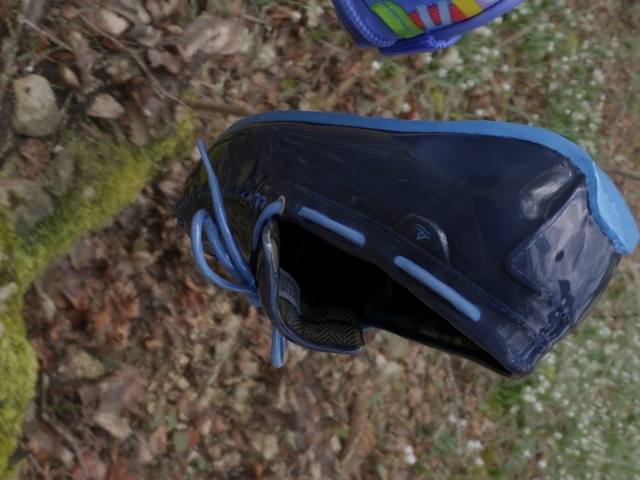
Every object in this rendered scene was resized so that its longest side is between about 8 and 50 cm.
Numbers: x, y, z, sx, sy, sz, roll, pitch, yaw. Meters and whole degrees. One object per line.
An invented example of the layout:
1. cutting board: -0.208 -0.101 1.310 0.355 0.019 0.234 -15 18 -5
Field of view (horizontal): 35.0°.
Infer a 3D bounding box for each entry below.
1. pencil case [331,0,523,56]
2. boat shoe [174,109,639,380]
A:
1. pencil case: -0.029 -0.195 0.341 0.306 0.119 0.133 44 73 -23
2. boat shoe: 0.000 0.000 0.420 0.109 0.258 0.089 41 69 -24
